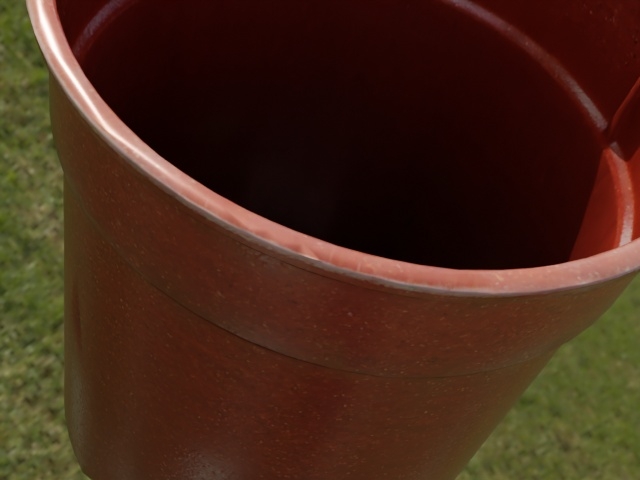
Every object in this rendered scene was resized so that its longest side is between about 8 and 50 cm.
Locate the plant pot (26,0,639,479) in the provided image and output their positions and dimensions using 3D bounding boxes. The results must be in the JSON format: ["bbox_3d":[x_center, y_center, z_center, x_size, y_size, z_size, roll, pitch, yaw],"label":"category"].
[{"bbox_3d":[0.000,0.000,0.572,0.272,0.265,0.272,9,47,-10],"label":"plant pot"}]
